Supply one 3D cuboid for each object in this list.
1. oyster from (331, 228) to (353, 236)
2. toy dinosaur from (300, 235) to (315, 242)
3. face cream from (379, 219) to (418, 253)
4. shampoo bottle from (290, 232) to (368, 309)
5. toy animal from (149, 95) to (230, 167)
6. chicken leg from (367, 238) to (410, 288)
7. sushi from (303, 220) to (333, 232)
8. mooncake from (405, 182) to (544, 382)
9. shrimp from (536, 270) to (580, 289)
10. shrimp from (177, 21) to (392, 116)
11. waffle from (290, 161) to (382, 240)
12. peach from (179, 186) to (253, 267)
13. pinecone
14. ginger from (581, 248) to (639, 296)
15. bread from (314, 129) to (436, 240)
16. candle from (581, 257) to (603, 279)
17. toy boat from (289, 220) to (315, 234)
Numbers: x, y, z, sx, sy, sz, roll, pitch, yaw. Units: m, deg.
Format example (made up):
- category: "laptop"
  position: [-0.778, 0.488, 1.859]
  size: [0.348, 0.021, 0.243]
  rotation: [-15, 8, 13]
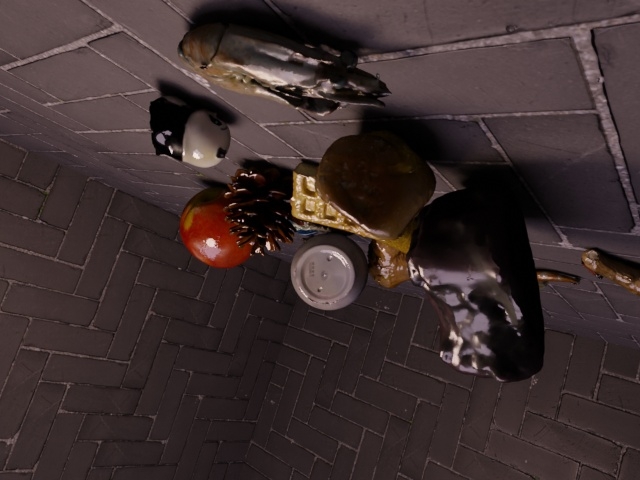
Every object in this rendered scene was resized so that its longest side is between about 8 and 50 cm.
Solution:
- category: "oyster"
  position: [0.066, -0.040, 1.814]
  size: [0.103, 0.051, 0.148]
  rotation: [2, 153, 37]
- category: "toy dinosaur"
  position: [0.000, 0.000, 2.302]
  size: [0.179, 0.087, 0.187]
  rotation: [-17, -163, -13]
- category: "face cream"
  position: [0.242, -0.021, 1.399]
  size: [0.349, 0.105, 0.105]
  rotation: [23, 170, -31]
- category: "shampoo bottle"
  position: [0.038, 0.109, 1.724]
  size: [0.273, 0.273, 0.266]
  rotation: [16, -176, 10]
- category: "toy animal"
  position: [-0.289, -0.239, 1.064]
  size: [0.179, 0.138, 0.166]
  rotation: [11, -167, -11]
- category: "chicken leg"
  position: [0.307, 0.061, 1.673]
  size: [0.409, 0.182, 0.295]
  rotation: [5, 148, 42]
- category: "sushi"
  position: [-0.023, -0.078, 1.650]
  size: [0.150, 0.078, 0.090]
  rotation: [14, 173, -18]
- category: "mooncake"
  position: [0.326, 0.073, 0.977]
  size: [0.212, 0.381, 0.350]
  rotation: [-7, -161, 35]
- category: "shrimp"
  position: [0.748, 0.127, 1.536]
  size: [0.166, 0.049, 0.161]
  rotation: [2, 162, 36]
- category: "shrimp"
  position: [-0.054, -0.245, 0.729]
  size: [0.360, 0.085, 0.247]
  rotation: [17, -179, 25]
- category: "waffle"
  position: [0.056, -0.097, 1.230]
  size: [0.274, 0.057, 0.168]
  rotation: [15, 141, 11]
- category: "peach"
  position: [-0.374, -0.041, 1.834]
  size: [0.308, 0.308, 0.332]
  rotation: [14, 139, 26]
- category: "pinecone"
  position: [-0.161, -0.078, 1.393]
  size: [0.264, 0.264, 0.264]
  rotation: [17, 171, 3]
- category: "ginger"
  position: [0.774, 0.095, 1.155]
  size: [0.294, 0.086, 0.131]
  rotation: [22, -166, 5]
- category: "bread"
  position: [0.109, -0.110, 0.895]
  size: [0.195, 0.176, 0.246]
  rotation: [34, -173, 9]
- category: "candle"
  position: [0.735, 0.075, 1.294]
  size: [0.167, 0.021, 0.026]
  rotation: [25, -165, -44]
- category: "toy boat"
  position: [-0.133, -0.096, 1.831]
  size: [0.291, 0.070, 0.210]
  rotation: [27, 163, -29]
